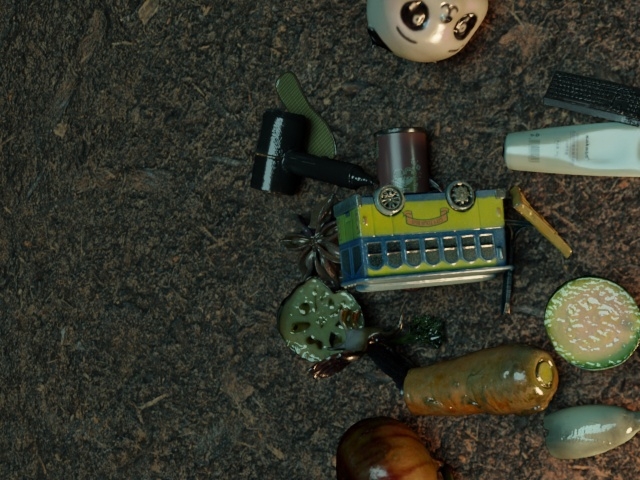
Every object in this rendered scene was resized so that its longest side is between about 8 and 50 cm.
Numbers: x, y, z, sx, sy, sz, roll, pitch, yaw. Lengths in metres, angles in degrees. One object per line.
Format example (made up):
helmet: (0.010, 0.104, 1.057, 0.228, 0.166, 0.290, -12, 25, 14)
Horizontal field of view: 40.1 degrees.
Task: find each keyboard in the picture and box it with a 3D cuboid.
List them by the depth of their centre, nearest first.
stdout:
keyboard: (0.512, -0.266, 1.623, 0.197, 0.015, 0.074, 23, 82, 34)

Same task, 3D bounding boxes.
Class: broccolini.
broccolini: (0.144, 0.214, 1.841, 0.254, 0.057, 0.071, -21, 39, 28)

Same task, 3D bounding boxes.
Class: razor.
razor: (0.372, 0.053, 1.713, 0.066, 0.033, 0.190, 4, 95, -8)

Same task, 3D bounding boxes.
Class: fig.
fig: (0.134, 0.472, 1.762, 0.235, 0.214, 0.235, 26, 129, 39)

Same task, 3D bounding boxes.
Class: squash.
squash: (0.498, 0.145, 1.568, 0.170, 0.123, 0.170, -1, 88, 32)

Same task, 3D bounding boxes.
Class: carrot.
carrot: (0.307, 0.271, 1.688, 0.302, 0.139, 0.138, -11, 83, 38)

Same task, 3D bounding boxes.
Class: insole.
insole: (-0.037, -0.279, 2.001, 0.086, 0.005, 0.253, -39, 69, 26)

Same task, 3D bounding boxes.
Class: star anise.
star anise: (0.009, 0.013, 1.913, 0.212, 0.073, 0.196, -24, 84, 40)

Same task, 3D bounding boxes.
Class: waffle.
waffle: (0.425, -0.037, 1.686, 0.153, 0.097, 0.023, 42, 112, -8)

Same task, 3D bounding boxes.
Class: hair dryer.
hair dryer: (-0.003, -0.175, 1.891, 0.352, 0.107, 0.189, 16, 99, 41)

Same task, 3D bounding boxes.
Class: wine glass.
wine glass: (0.561, 0.398, 1.517, 0.310, 0.096, 0.264, -21, 67, 31)

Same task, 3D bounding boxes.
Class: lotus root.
lotus root: (0.010, 0.167, 1.912, 0.204, 0.078, 0.183, -39, 87, 26)

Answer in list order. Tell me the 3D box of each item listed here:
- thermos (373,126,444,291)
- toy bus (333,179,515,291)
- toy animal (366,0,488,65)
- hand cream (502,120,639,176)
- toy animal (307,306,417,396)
thermos: (0.186, -0.060, 1.800, 0.109, 0.136, 0.330, -11, 82, 61)
toy bus: (0.193, -0.007, 1.658, 0.152, 0.313, 0.190, 155, 110, -72)
toy animal: (0.208, -0.508, 1.722, 0.251, 0.251, 0.309, 15, 96, 33)
hand cream: (0.495, -0.169, 1.625, 0.321, 0.067, 0.109, 2, 88, 29)
toy animal: (0.089, 0.198, 1.769, 0.160, 0.273, 0.197, 44, 117, 43)
